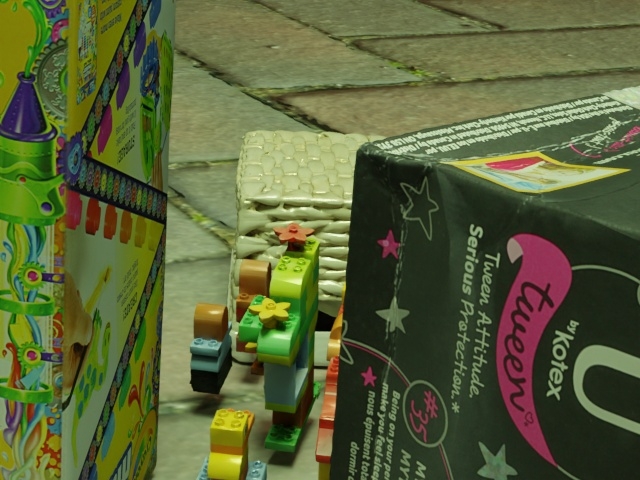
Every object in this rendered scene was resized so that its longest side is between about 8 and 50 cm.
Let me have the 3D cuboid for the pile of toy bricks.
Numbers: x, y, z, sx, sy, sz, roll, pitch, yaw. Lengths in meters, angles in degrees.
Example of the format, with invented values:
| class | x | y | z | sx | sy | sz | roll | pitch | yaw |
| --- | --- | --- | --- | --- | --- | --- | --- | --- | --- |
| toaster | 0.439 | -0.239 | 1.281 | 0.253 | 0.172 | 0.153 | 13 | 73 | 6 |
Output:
| class | x | y | z | sx | sy | sz | roll | pitch | yaw |
| --- | --- | --- | --- | --- | --- | --- | --- | --- | --- |
| pile of toy bricks | -0.013 | 0.045 | 0.811 | 0.118 | 0.105 | 0.212 | 5 | 27 | 8 |

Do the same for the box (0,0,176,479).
| class | x | y | z | sx | sy | sz | roll | pitch | yaw |
| --- | --- | --- | --- | --- | --- | --- | --- | --- | --- |
| box | -0.223 | -0.005 | 0.680 | 0.290 | 0.279 | 0.177 | 7 | 19 | 5 |

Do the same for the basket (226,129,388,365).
| class | x | y | z | sx | sy | sz | roll | pitch | yaw |
| --- | --- | --- | --- | --- | --- | --- | --- | --- | --- |
| basket | 0.000 | 0.000 | 0.994 | 0.113 | 0.103 | 0.167 | 2 | 19 | -3 |

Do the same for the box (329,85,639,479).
| class | x | y | z | sx | sy | sz | roll | pitch | yaw |
| --- | --- | --- | --- | --- | --- | --- | --- | --- | --- |
| box | 0.106 | 0.091 | 0.513 | 0.163 | 0.247 | 0.142 | -14 | 27 | -43 |
